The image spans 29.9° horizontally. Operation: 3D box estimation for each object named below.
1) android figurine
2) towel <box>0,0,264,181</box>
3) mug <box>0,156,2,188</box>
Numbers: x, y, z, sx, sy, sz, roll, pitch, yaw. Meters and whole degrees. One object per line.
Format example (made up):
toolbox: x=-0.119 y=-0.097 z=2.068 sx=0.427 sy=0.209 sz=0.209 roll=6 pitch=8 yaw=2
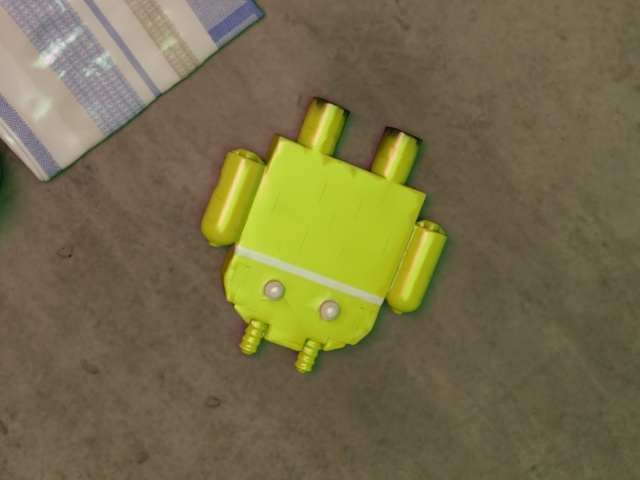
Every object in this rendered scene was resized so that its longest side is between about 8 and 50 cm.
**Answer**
android figurine: x=0.000 y=0.000 z=1.229 sx=0.248 sy=0.056 sz=0.273 roll=22 pitch=93 yaw=-14
towel: x=-0.216 y=-0.207 z=1.134 sx=0.285 sy=0.034 sz=0.209 roll=-37 pitch=122 yaw=-3
mug: x=-0.379 y=-0.062 z=1.124 sx=0.157 sy=0.097 sz=0.130 roll=-7 pitch=102 yaw=-8
